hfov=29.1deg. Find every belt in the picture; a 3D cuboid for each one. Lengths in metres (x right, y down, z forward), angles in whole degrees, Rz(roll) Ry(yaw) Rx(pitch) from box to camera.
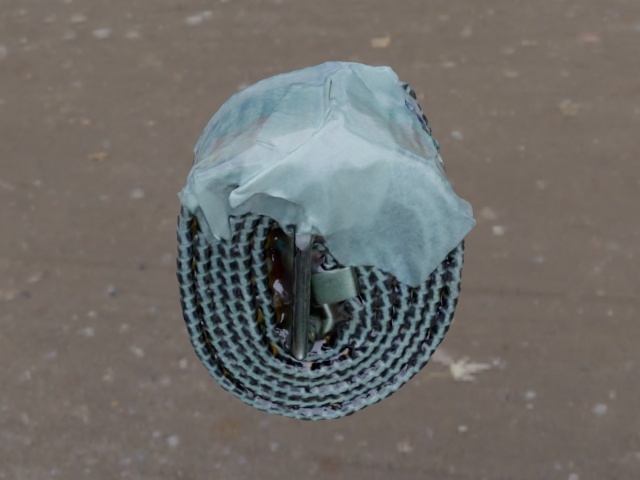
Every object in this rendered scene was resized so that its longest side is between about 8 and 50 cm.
[{"bbox_3d":[0.000,0.000,0.910,0.207,0.257,0.150,1,31,-4],"label":"belt"}]
